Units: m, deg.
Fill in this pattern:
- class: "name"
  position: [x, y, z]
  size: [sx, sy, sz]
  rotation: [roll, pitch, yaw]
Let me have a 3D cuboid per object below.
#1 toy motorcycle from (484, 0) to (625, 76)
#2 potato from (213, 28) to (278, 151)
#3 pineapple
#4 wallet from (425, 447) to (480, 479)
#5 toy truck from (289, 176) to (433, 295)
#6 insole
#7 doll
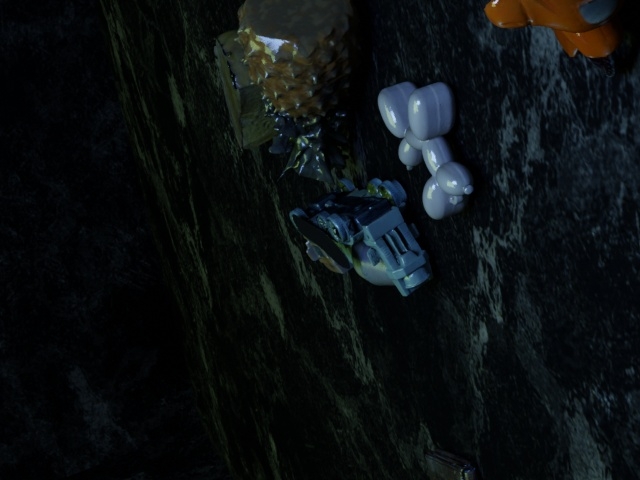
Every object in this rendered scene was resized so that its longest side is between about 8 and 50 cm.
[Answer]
- class: "toy motorcycle"
  position: [0.154, -0.283, 0.984]
  size: [0.325, 0.148, 0.221]
  rotation: [59, -175, 10]
- class: "potato"
  position: [-0.109, -0.258, 1.943]
  size: [0.243, 0.098, 0.138]
  rotation: [97, 153, -69]
- class: "pineapple"
  position: [-0.018, -0.201, 1.630]
  size: [0.340, 0.169, 0.169]
  rotation: [81, 162, -56]
- class: "wallet"
  position: [0.216, 0.420, 1.758]
  size: [0.124, 0.042, 0.230]
  rotation: [9, 118, 68]
- class: "toy truck"
  position: [0.060, -0.002, 1.679]
  size: [0.140, 0.108, 0.257]
  rotation: [60, 163, -13]
- class: "insole"
  position: [0.000, 0.000, 1.658]
  size: [0.153, 0.002, 0.053]
  rotation: [35, 152, 55]
- class: "doll"
  position: [0.129, -0.104, 1.410]
  size: [0.161, 0.059, 0.160]
  rotation: [-157, 49, -68]
